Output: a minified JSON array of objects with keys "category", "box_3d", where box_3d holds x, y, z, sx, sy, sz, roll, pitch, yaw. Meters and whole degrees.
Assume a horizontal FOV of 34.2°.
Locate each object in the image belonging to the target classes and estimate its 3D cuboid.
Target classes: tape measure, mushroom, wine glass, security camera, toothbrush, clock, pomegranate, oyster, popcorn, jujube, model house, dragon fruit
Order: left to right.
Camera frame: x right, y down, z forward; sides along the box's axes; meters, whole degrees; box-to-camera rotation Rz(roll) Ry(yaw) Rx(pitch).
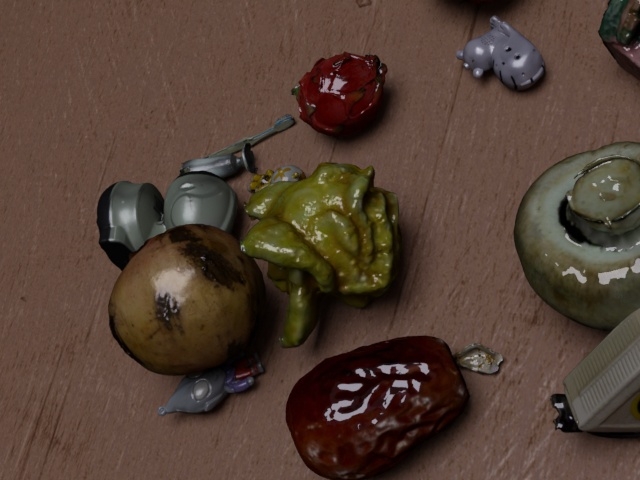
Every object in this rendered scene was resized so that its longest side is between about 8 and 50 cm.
[{"category":"security camera","box_3d":[-0.308,-0.048,2.185,0.277,0.197,0.191,-9,54,15]},{"category":"pomegranate","box_3d":[-0.255,0.116,1.992,0.322,0.322,0.322,-11,62,22]},{"category":"wine glass","box_3d":[-0.219,-0.161,2.259,0.155,0.072,0.072,-14,61,19]},{"category":"toothbrush","box_3d":[-0.186,-0.206,2.290,0.294,0.026,0.028,-26,39,13]},{"category":"popcorn","box_3d":[0.005,0.008,1.917,0.290,0.325,0.321,-25,65,33]},{"category":"dragon fruit","box_3d":[0.040,-0.300,2.136,0.209,0.172,0.172,-21,58,33]},{"category":"jujube","box_3d":[0.096,0.288,1.817,0.318,0.223,0.223,-25,58,5]},{"category":"oyster","box_3d":[0.279,0.209,1.858,0.093,0.034,0.051,18,91,20]},{"category":"clock","box_3d":[0.357,-0.354,2.057,0.117,0.080,0.176,-41,55,3]},{"category":"mushroom","box_3d":[0.491,-0.014,1.711,0.352,0.260,0.352,-16,53,22]},{"category":"tape measure","box_3d":[0.527,0.212,1.635,0.271,0.231,0.133,-57,33,39]},{"category":"model house","box_3d":[0.660,-0.366,1.838,0.237,0.202,0.237,-39,55,5]}]

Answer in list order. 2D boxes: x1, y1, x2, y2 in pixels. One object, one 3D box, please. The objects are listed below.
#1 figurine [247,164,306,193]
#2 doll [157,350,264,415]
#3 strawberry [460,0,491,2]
[{"category":"figurine","box_3d":[-0.090,-0.124,2.184,0.101,0.068,0.143,-48,38,-10]},{"category":"doll","box_3d":[-0.218,0.288,2.044,0.227,0.075,0.102,-25,41,1]},{"category":"strawberry","box_3d":[0.331,-0.607,2.130,0.261,0.257,0.261,2,92,43]}]
